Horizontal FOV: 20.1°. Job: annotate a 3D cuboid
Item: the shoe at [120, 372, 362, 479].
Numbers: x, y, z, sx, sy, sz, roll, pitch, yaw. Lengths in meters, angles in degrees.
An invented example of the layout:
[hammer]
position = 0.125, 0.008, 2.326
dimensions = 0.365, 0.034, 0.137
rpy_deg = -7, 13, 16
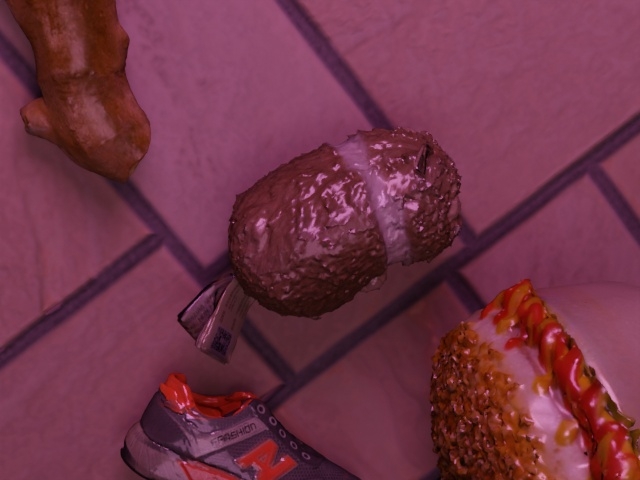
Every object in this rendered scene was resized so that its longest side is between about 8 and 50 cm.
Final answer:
[shoe]
position = -0.045, 0.154, 1.324
dimensions = 0.194, 0.074, 0.077
rpy_deg = 18, 102, -15

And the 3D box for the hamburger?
[hamburger]
position = 0.178, 0.165, 1.261
dimensions = 0.179, 0.276, 0.294
rpy_deg = -20, 140, -13

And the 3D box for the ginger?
[ginger]
position = -0.157, -0.174, 1.170
dimensions = 0.118, 0.065, 0.299
rpy_deg = -6, 112, 5

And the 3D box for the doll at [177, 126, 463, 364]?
[doll]
position = -0.006, -0.004, 1.250
dimensions = 0.221, 0.105, 0.115
rpy_deg = -28, 156, 8
